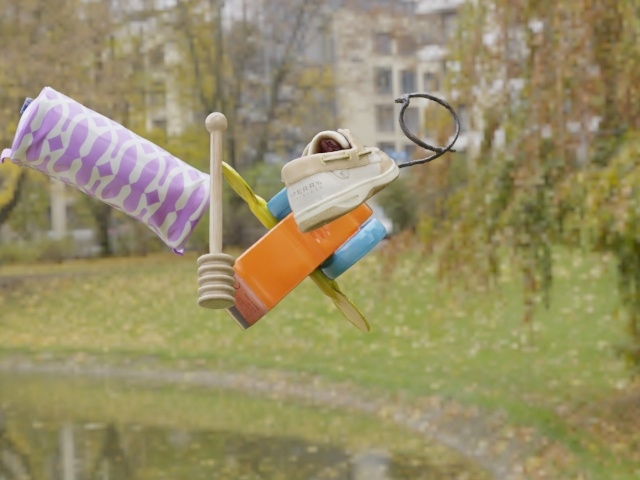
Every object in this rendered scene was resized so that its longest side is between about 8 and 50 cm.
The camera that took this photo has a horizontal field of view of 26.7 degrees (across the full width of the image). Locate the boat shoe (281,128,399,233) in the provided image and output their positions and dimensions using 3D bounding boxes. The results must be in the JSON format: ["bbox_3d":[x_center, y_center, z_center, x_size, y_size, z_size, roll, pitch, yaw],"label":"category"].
[{"bbox_3d":[0.014,-0.055,1.010,0.063,0.059,0.170,-25,6,18],"label":"boat shoe"}]

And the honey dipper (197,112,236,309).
[{"bbox_3d":[-0.082,-0.026,1.059,0.031,0.160,0.030,-1,-21,0],"label":"honey dipper"}]

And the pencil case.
[{"bbox_3d":[-0.204,-0.067,1.301,0.206,0.088,0.086,28,15,-10],"label":"pencil case"}]

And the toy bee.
[{"bbox_3d":[0.000,0.000,1.266,0.298,0.195,0.162,-17,-13,-32],"label":"toy bee"}]
